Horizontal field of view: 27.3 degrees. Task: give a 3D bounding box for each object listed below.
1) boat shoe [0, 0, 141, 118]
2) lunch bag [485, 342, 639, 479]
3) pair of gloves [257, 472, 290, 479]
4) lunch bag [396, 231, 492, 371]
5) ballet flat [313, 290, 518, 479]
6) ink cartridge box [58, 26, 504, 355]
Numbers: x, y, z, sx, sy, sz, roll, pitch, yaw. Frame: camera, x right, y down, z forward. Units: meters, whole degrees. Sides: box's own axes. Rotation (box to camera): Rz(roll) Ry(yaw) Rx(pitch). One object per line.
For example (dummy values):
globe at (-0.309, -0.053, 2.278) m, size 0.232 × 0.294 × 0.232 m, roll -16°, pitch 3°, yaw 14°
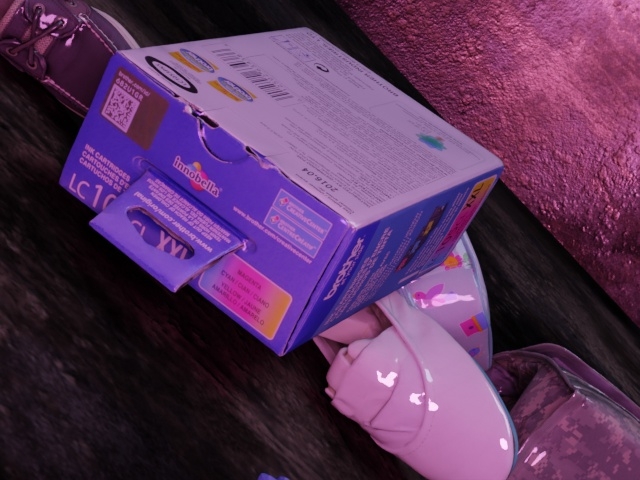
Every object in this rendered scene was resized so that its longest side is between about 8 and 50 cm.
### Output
boat shoe at (-0.275, -0.207, 1.263) m, size 0.285 × 0.103 × 0.092 m, roll 47°, pitch 20°, yaw 14°
lunch bag at (0.302, 0.246, 1.532) m, size 0.235 × 0.169 × 0.287 m, roll 40°, pitch 5°, yaw -10°
pair of gloves at (0.028, 0.257, 1.034) m, size 0.198 × 0.023 × 0.159 m, roll 29°, pitch 25°, yaw -46°
lunch bag at (0.104, 0.029, 1.500) m, size 0.224 × 0.107 × 0.279 m, roll 82°, pitch -11°, yaw -61°
ballet flat at (0.038, 0.102, 1.304) m, size 0.139 × 0.139 × 0.400 m, roll 30°, pitch 18°, yaw -47°
ink cartridge box at (-0.041, -0.058, 1.204) m, size 0.270 × 0.151 × 0.395 m, roll 37°, pitch 25°, yaw 17°
